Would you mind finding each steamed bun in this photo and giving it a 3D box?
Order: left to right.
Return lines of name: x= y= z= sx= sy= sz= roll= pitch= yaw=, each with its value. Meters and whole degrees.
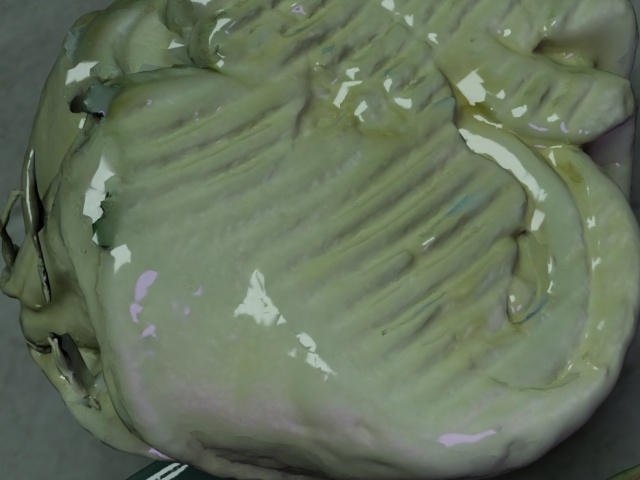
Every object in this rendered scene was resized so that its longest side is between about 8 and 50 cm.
steamed bun: x=0.000 y=0.000 z=0.863 sx=0.280 sy=0.207 sz=0.268 roll=17 pitch=63 yaw=-9

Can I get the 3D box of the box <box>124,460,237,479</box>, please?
box: x=-0.063 y=0.146 z=0.903 sx=0.126 sy=0.031 sz=0.091 roll=-31 pitch=62 yaw=1

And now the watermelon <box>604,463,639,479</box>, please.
watermelon: x=0.113 y=0.156 z=0.812 sx=0.135 sy=0.094 sz=0.125 roll=-12 pitch=71 yaw=15
